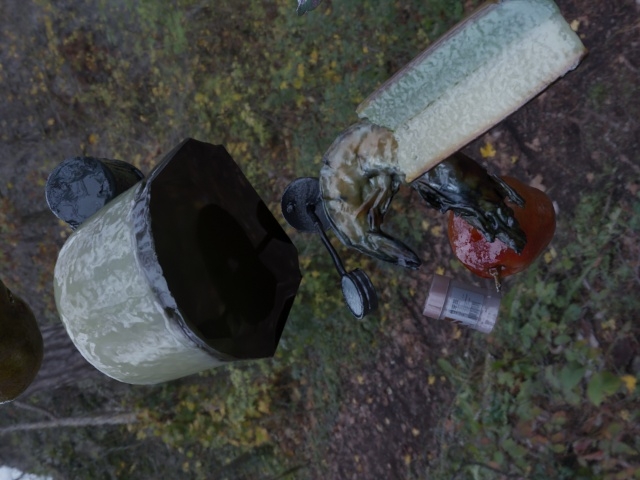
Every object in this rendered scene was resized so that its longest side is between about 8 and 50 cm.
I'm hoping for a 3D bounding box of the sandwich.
[{"bbox_3d":[0.139,-0.151,0.599,0.108,0.186,0.220,52,-175,-4],"label":"sandwich"}]

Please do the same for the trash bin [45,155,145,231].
[{"bbox_3d":[-0.408,-0.080,1.047,0.161,0.175,0.176,103,147,-85],"label":"trash bin"}]

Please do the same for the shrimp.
[{"bbox_3d":[0.164,-0.051,0.958,0.364,0.233,0.071,32,-171,-5],"label":"shrimp"}]

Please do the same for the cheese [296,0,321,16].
[{"bbox_3d":[-0.001,-0.368,0.808,0.026,0.121,0.067,30,-175,10],"label":"cheese"}]

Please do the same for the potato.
[{"bbox_3d":[-0.588,0.170,0.972,0.176,0.196,0.369,16,146,14],"label":"potato"}]

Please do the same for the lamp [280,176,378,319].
[{"bbox_3d":[0.035,-0.011,0.932,0.371,0.108,0.130,-138,35,-64],"label":"lamp"}]

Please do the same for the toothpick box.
[{"bbox_3d":[0.309,0.138,1.274,0.098,0.148,0.099,16,-90,-81],"label":"toothpick box"}]

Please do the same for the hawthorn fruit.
[{"bbox_3d":[0.332,-0.004,1.078,0.197,0.196,0.226,99,-175,-56],"label":"hawthorn fruit"}]

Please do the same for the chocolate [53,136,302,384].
[{"bbox_3d":[-0.241,0.053,0.902,0.314,0.297,0.326,56,-147,-27],"label":"chocolate"}]
